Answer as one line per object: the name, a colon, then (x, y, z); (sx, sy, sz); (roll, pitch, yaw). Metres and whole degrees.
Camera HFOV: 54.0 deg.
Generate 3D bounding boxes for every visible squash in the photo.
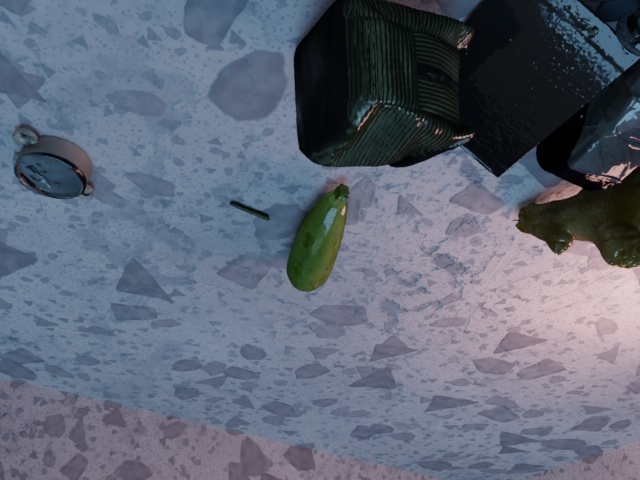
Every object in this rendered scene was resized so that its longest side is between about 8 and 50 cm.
squash: (-0.006, 0.003, 1.528); (0.118, 0.118, 0.370); (9, 141, -10)

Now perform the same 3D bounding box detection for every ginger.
ginger: (0.622, -0.026, 1.365); (0.166, 0.236, 0.375); (15, 148, -42)

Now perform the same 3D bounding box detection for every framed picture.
framed picture: (0.339, -0.290, 1.120); (0.255, 0.014, 0.338); (39, 135, -5)

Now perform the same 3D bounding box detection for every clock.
clock: (-0.590, -0.155, 1.386); (0.156, 0.063, 0.229); (-13, 139, 17)

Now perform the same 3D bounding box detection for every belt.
belt: (0.521, -0.226, 1.148); (0.164, 0.184, 0.289); (21, 137, -15)

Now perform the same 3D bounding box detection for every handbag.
handbag: (0.099, -0.244, 1.044); (0.240, 0.247, 0.341); (-1, 179, -17)

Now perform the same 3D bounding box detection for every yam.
yam: (-0.171, -0.072, 1.519); (0.107, 0.014, 0.014); (22, 139, -25)

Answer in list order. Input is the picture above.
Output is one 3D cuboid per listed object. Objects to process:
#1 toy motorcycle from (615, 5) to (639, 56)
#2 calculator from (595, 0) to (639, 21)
toy motorcycle: (0.615, -0.313, 1.002); (0.296, 0.198, 0.109); (27, 154, 1)
calculator: (0.476, -0.460, 0.951); (0.188, 0.042, 0.302); (-9, 142, 13)
